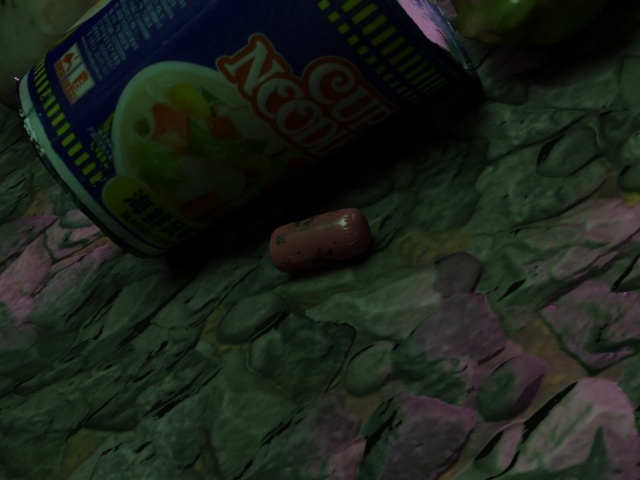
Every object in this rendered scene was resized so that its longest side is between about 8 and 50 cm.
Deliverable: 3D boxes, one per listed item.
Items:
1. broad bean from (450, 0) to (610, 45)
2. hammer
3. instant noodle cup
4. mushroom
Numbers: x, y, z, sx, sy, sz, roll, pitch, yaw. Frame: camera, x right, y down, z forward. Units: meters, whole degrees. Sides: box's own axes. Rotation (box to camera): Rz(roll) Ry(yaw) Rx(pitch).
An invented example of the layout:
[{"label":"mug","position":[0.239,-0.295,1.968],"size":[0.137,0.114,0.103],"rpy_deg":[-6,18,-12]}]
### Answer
[{"label":"broad bean","position":[0.189,-0.271,1.458],"size":[0.238,0.119,0.291],"rpy_deg":[-51,17,38]},{"label":"hammer","position":[0.000,0.000,1.385],"size":[0.083,0.043,0.043],"rpy_deg":[-17,36,30]},{"label":"instant noodle cup","position":[-0.075,-0.151,1.471],"size":[0.312,0.284,0.284],"rpy_deg":[-37,31,12]},{"label":"mushroom","position":[-0.258,-0.250,1.833],"size":[0.243,0.243,0.243],"rpy_deg":[-24,33,17]}]
